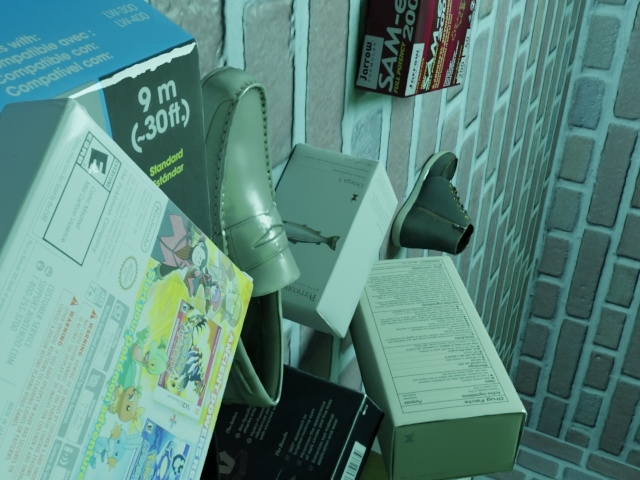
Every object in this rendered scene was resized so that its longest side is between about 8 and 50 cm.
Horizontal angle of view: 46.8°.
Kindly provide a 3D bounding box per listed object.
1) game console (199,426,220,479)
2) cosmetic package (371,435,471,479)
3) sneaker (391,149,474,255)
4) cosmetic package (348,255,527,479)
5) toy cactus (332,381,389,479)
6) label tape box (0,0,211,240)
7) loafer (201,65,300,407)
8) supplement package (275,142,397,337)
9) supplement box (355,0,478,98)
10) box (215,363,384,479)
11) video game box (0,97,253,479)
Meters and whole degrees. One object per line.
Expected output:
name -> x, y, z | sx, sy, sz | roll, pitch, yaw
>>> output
game console -> -0.209, 0.353, 0.664 | 0.342, 0.060, 0.386 | -37, 138, -46
cosmetic package -> 0.107, 0.393, 1.169 | 0.138, 0.224, 0.224 | 10, 96, -67
sneaker -> 0.216, -0.059, 1.251 | 0.222, 0.118, 0.083 | -58, 152, -32
cosmetic package -> 0.135, 0.155, 0.975 | 0.309, 0.160, 0.113 | -102, -170, -54
toy cactus -> 0.023, 0.293, 0.994 | 0.112, 0.181, 0.219 | -58, 166, -80
label tape box -> -0.175, -0.027, 0.399 | 0.249, 0.115, 0.347 | -44, 145, -49
loafer -> -0.068, 0.008, 0.662 | 0.112, 0.111, 0.319 | -40, 140, -53
supplement package -> 0.000, 0.000, 0.820 | 0.179, 0.105, 0.105 | -67, 157, -17
supplement box -> 0.134, -0.268, 0.987 | 0.239, 0.073, 0.130 | -29, 131, -58
box -> -0.035, 0.227, 0.823 | 0.156, 0.158, 0.093 | -66, 154, -16
video game box -> -0.112, 0.070, 0.352 | 0.187, 0.048, 0.205 | 52, 46, -52
